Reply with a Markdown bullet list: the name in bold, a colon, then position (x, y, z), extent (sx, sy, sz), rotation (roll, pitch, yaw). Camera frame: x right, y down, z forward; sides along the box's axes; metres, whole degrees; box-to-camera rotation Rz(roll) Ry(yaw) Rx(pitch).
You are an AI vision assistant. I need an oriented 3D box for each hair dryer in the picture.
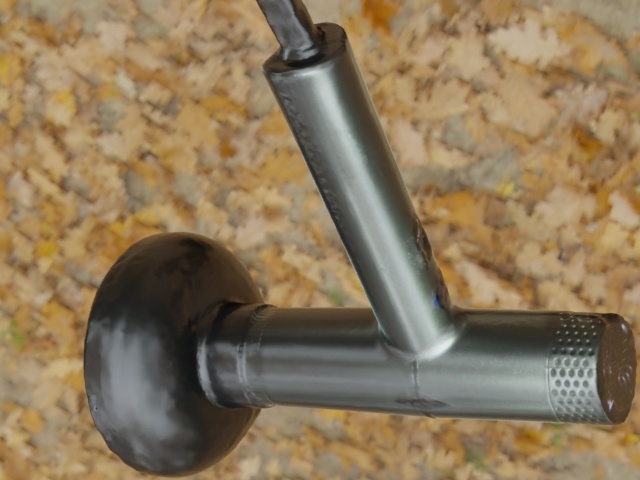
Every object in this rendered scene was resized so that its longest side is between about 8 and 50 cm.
- **hair dryer**: position (-0.006, -0.007, 0.849), extent (0.320, 0.156, 0.284), rotation (-11, 107, 36)
